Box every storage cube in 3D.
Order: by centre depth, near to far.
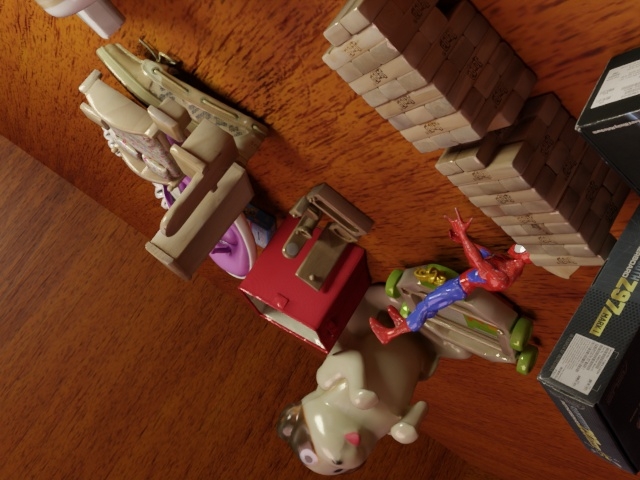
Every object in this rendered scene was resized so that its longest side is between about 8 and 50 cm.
[{"bbox_3d":[-0.026,0.091,1.274,0.215,0.193,0.184,27,163,20],"label":"storage cube"}]

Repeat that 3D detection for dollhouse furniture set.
[{"bbox_3d":[-0.297,-0.119,0.901,0.355,0.174,0.303,33,167,9],"label":"dollhouse furniture set"},{"bbox_3d":[0.000,0.000,1.089,0.144,0.123,0.151,37,163,-16],"label":"dollhouse furniture set"}]

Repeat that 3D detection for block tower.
[{"bbox_3d":[0.153,-0.109,0.568,0.335,0.097,0.091,41,162,-20],"label":"block tower"}]

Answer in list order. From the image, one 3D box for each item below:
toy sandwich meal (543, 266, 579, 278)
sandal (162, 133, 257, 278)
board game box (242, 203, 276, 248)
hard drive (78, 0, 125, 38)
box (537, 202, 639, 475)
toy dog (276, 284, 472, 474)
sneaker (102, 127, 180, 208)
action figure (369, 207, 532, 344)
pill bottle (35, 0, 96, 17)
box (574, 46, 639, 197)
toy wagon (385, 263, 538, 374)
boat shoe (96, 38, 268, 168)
[{"bbox_3d":[0.301,0.015,0.755,0.085,0.029,0.085,29,163,10],"label":"toy sandwich meal"},{"bbox_3d":[-0.240,-0.071,1.171,0.169,0.102,0.416,19,139,34],"label":"sandal"},{"bbox_3d":[-0.201,-0.063,1.418,0.211,0.039,0.160,30,163,6],"label":"board game box"},{"bbox_3d":[-0.376,-0.387,0.723,0.307,0.040,0.203,47,177,-41],"label":"hard drive"},{"bbox_3d":[0.311,0.084,0.579,0.059,0.233,0.183,23,162,47],"label":"box"},{"bbox_3d":[0.075,0.331,1.393,0.284,0.408,0.395,42,161,-27],"label":"toy dog"},{"bbox_3d":[-0.324,-0.180,1.239,0.118,0.110,0.292,-7,138,30],"label":"sneaker"},{"bbox_3d":[0.176,0.040,0.883,0.280,0.091,0.139,-31,87,38],"label":"action figure"},{"bbox_3d":[-0.293,-0.357,0.560,0.153,0.153,0.265,15,157,45],"label":"pill bottle"},{"bbox_3d":[0.300,-0.077,0.414,0.147,0.077,0.180,38,162,-19],"label":"box"},{"bbox_3d":[0.248,0.123,1.093,0.267,0.068,0.344,21,159,32],"label":"toy wagon"},{"bbox_3d":[-0.215,-0.221,0.951,0.285,0.089,0.104,38,178,-5],"label":"boat shoe"}]
